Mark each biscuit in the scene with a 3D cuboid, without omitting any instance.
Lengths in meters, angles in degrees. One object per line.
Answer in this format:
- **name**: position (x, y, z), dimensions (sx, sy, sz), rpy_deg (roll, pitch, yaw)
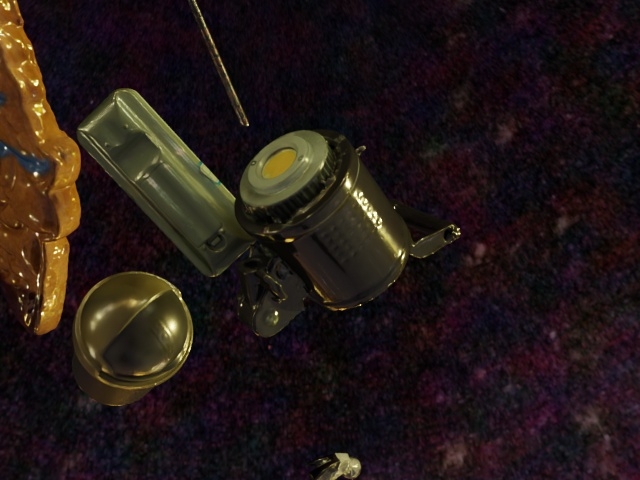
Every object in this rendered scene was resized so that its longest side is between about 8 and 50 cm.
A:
- **biscuit**: position (-0.225, -0.054, 0.538), dimensions (0.043, 0.183, 0.280), rpy_deg (-19, 123, -40)

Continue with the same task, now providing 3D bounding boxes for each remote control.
- **remote control**: position (-0.251, -0.093, 1.261), dimensions (0.128, 0.065, 0.335), rpy_deg (-42, 95, 12)

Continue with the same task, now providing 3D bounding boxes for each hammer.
- **hammer**: position (-0.091, 0.586, 1.548), dimensions (0.427, 0.044, 0.152), rpy_deg (-48, 146, 8)

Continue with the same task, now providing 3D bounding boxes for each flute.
- **flute**: position (-0.156, -0.282, 1.055), dimensions (0.014, 0.014, 0.269), rpy_deg (-21, 105, 6)

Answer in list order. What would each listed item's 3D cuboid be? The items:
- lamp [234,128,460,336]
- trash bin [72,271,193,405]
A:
- **lamp**: position (0.010, -0.042, 1.173), dimensions (0.374, 0.205, 0.272), rpy_deg (-33, 126, -23)
- **trash bin**: position (-0.355, 0.186, 1.420), dimensions (0.214, 0.214, 0.334), rpy_deg (16, 147, -16)
